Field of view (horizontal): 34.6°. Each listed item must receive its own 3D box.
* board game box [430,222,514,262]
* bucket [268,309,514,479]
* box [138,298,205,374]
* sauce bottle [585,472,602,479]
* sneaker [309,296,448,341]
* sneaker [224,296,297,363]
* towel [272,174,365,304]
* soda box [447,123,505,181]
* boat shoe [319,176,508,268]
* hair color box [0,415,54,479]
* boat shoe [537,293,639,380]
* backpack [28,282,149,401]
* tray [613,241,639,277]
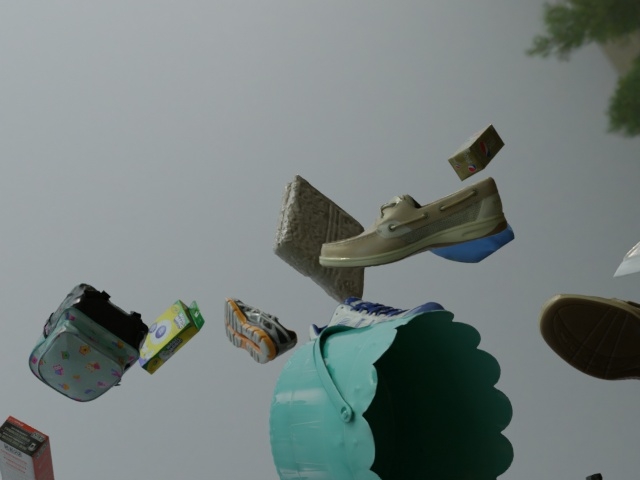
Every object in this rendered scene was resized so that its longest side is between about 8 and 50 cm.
[{"bbox_3d":[0.247,0.000,1.761,0.169,0.033,0.133,-30,-133,-35],"label":"board game box"},{"bbox_3d":[0.084,0.223,1.244,0.281,0.183,0.281,13,-108,-46],"label":"bucket"},{"bbox_3d":[-0.350,0.215,2.376,0.043,0.179,0.105,47,-176,-37],"label":"box"},{"bbox_3d":[0.444,0.425,1.591,0.042,0.042,0.128,29,-138,-53],"label":"sauce bottle"},{"bbox_3d":[0.073,0.137,1.566,0.112,0.296,0.131,3,-115,-41],"label":"sneaker"},{"bbox_3d":[-0.122,0.168,1.971,0.215,0.083,0.084,38,135,49],"label":"sneaker"},{"bbox_3d":[0.000,0.000,1.871,0.187,0.049,0.282,37,-154,-15],"label":"towel"},{"bbox_3d":[0.336,-0.190,2.207,0.058,0.061,0.181,57,-148,-5],"label":"soda box"},{"bbox_3d":[0.137,-0.026,1.623,0.109,0.302,0.098,-38,-67,-76],"label":"boat shoe"},{"bbox_3d":[-0.438,0.326,1.525,0.072,0.141,0.043,25,-129,11],"label":"hair color box"},{"bbox_3d":[0.478,0.154,1.638,0.341,0.121,0.110,21,-160,-21],"label":"boat shoe"},{"bbox_3d":[-0.411,0.195,1.782,0.166,0.188,0.144,35,-143,-16],"label":"backpack"},{"bbox_3d":[0.722,-0.011,2.133,0.270,0.145,0.030,-36,-80,-36],"label":"tray"}]
